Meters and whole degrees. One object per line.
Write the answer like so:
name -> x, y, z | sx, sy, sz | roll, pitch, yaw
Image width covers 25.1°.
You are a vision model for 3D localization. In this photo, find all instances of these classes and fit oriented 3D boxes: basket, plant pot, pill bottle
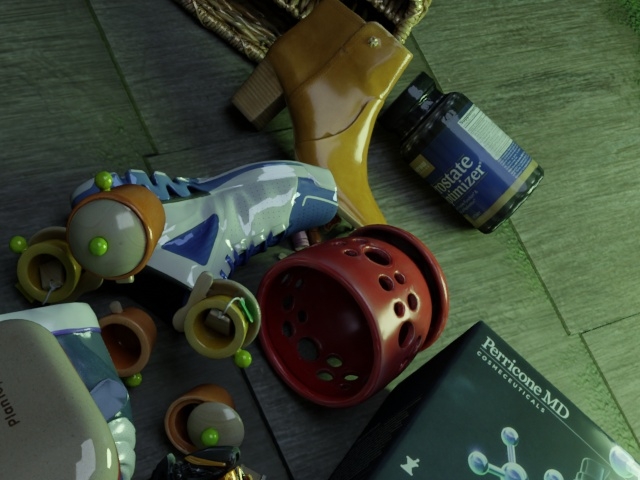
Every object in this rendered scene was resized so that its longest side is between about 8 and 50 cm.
basket -> -0.004, -0.357, 1.923 | 0.299, 0.213, 0.223 | 38, 49, -6
plant pot -> 0.045, 0.084, 1.710 | 0.174, 0.191, 0.191 | -24, 77, -47
pill bottle -> 0.187, -0.123, 1.957 | 0.219, 0.123, 0.123 | 43, 49, -1

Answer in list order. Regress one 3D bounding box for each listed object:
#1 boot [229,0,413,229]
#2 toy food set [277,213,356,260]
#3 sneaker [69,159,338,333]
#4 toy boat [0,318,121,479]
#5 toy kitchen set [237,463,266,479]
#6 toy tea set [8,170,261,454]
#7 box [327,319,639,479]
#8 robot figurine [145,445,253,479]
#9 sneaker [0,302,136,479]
boot -> 0.046, -0.159, 1.842 | 0.211, 0.104, 0.295 | -43, 82, 2
toy food set -> 0.000, 0.000, 1.836 | 0.078, 0.019, 0.122 | 42, 49, -2
sneaker -> -0.128, 0.016, 1.694 | 0.316, 0.127, 0.182 | -6, 69, -26
toy boat -> -0.275, 0.197, 1.336 | 0.151, 0.151, 0.231 | -27, 55, -15
toy kitchen set -> -0.065, 0.291, 1.583 | 0.068, 0.075, 0.083 | 31, 55, -13
toy tea set -> -0.188, 0.090, 1.546 | 0.336, 0.200, 0.124 | 46, 21, -4
box -> 0.149, 0.342, 1.594 | 0.293, 0.212, 0.395 | 42, 49, -2
robot figurine -> -0.140, 0.336, 1.389 | 0.211, 0.291, 0.085 | 51, 13, 6
sneaker -> -0.341, 0.205, 1.436 | 0.323, 0.130, 0.236 | -12, 79, -26
